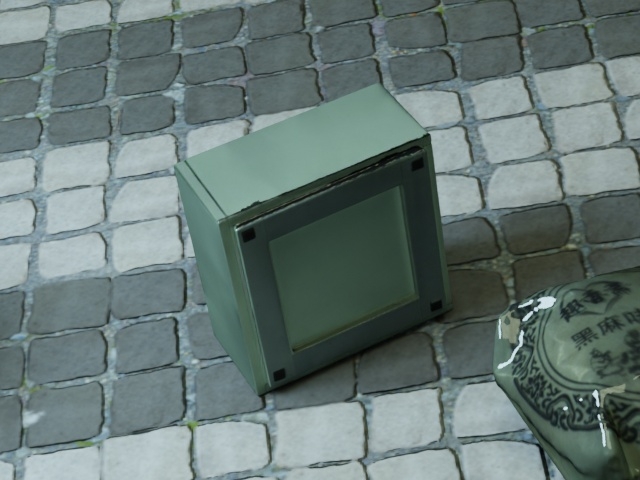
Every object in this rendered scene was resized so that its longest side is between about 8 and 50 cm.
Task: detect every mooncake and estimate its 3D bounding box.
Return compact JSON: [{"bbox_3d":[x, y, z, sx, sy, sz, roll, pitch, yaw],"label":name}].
[{"bbox_3d":[0.302,0.125,1.707,0.254,0.136,0.250,-19,36,-11],"label":"mooncake"}]

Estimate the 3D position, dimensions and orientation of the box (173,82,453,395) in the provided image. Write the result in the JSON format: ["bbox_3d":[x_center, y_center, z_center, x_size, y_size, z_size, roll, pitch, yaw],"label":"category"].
[{"bbox_3d":[0.000,0.000,1.857,0.225,0.225,0.117,-23,40,-15],"label":"box"}]
